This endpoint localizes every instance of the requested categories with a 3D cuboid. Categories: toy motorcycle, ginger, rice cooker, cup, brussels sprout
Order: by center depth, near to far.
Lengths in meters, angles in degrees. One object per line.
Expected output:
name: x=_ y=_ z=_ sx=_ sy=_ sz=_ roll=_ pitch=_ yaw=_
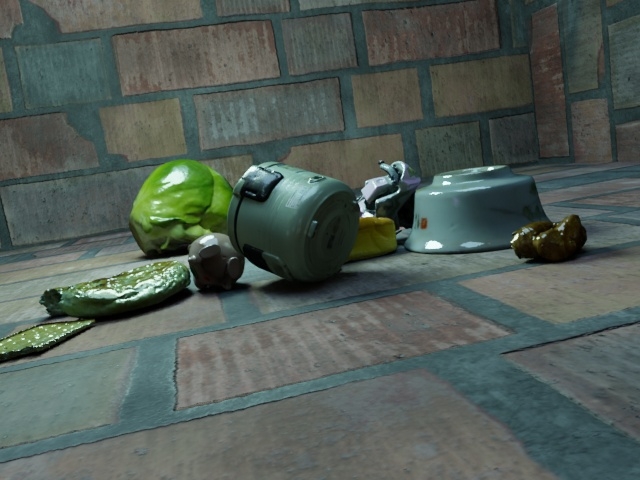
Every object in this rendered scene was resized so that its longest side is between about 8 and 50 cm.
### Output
ginger: x=0.430 y=-0.009 z=1.102 sx=0.162 sy=0.073 sz=0.103 roll=-13 pitch=10 yaw=-38
rice cooker: x=-0.062 y=-0.039 z=1.203 sx=0.244 sy=0.225 sz=0.226 roll=24 pitch=26 yaw=34
cup: x=0.358 y=-0.082 z=1.391 sx=0.348 sy=0.163 sz=0.347 roll=-7 pitch=8 yaw=1
toy motorcycle: x=0.116 y=-0.100 z=1.489 sx=0.327 sy=0.188 sz=0.143 roll=-6 pitch=36 yaw=-9
brussels sprout: x=-0.448 y=-0.102 z=1.993 sx=0.371 sy=0.314 sz=0.276 roll=-19 pitch=-11 yaw=-28

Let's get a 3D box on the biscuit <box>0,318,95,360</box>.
biscuit: x=-0.490 y=0.169 z=1.019 sx=0.144 sy=0.016 sz=0.203 roll=-7 pitch=7 yaw=13

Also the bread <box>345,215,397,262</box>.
bread: x=0.059 y=0.000 z=1.379 sx=0.246 sy=0.094 sz=0.102 roll=-11 pitch=3 yaw=-16

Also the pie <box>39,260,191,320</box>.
pie: x=-0.411 y=0.100 z=1.248 sx=0.303 sy=0.066 sz=0.302 roll=-10 pitch=7 yaw=1

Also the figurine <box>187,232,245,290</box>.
figurine: x=-0.221 y=0.046 z=1.263 sx=0.125 sy=0.125 sz=0.138 roll=-12 pitch=-1 yaw=-25
